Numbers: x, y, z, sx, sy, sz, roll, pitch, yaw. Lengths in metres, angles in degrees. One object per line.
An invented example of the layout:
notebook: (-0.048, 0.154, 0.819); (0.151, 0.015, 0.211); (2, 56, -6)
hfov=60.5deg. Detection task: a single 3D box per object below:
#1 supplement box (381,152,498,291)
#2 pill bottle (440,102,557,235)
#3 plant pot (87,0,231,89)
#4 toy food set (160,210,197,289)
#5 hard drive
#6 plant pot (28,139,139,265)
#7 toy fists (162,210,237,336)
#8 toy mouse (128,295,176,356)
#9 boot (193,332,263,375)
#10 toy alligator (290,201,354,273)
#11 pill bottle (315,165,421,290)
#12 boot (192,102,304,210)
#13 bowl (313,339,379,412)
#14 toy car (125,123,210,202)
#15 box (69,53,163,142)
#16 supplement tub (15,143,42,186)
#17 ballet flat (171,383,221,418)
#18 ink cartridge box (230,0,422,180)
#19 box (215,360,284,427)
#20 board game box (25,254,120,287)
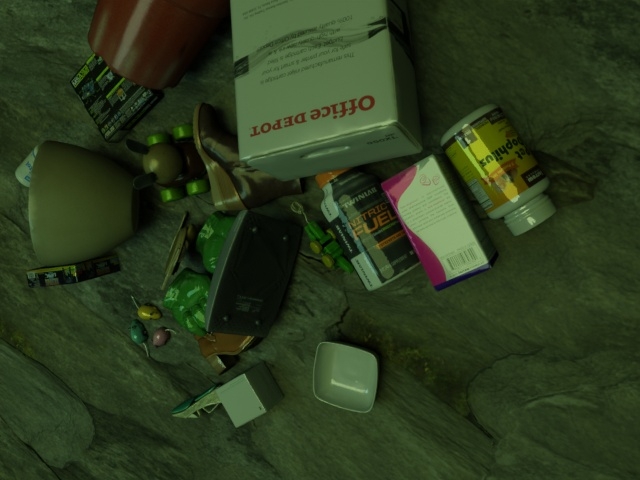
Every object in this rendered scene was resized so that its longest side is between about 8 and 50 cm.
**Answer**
supplement box: (0.219, -0.037, 1.001); (0.111, 0.114, 0.220); (-28, 89, 26)
pill bottle: (0.309, -0.119, 0.943); (0.117, 0.117, 0.215); (-35, 84, 25)
plant pot: (-0.321, -0.469, 1.095); (0.272, 0.272, 0.265); (48, 122, 9)
toy food set: (-0.313, 0.026, 1.234); (0.038, 0.192, 0.132); (20, 113, -18)
hard drive: (-0.144, 0.070, 1.142); (0.054, 0.172, 0.255); (21, 94, 47)
plant pot: (-0.524, -0.080, 1.263); (0.190, 0.284, 0.284); (2, 102, -12)
toy fists: (-0.230, 0.076, 1.207); (0.142, 0.096, 0.279); (30, 92, 10)
toy mouse: (-0.437, 0.235, 1.384); (0.161, 0.031, 0.143); (21, 107, 19)
boot: (-0.218, 0.199, 1.263); (0.197, 0.073, 0.152); (-42, 75, 19)
toy alligator: (0.000, 0.000, 1.141); (0.190, 0.056, 0.051); (49, 154, 9)
pill bottle: (0.085, -0.037, 1.051); (0.130, 0.130, 0.246); (-32, 86, 25)
boot: (-0.151, -0.193, 1.169); (0.206, 0.090, 0.249); (-13, 92, 13)
bowl: (0.059, 0.282, 1.161); (0.141, 0.053, 0.142); (10, 103, 22)
toy car: (-0.350, -0.164, 1.188); (0.148, 0.188, 0.155); (-12, 94, 25)
box: (-0.484, -0.359, 1.294); (0.190, 0.045, 0.184); (-35, 82, 26)
supplement tub: (-0.728, -0.193, 1.416); (0.107, 0.071, 0.071); (-37, 84, 25)
ballet flat: (-0.297, 0.407, 1.342); (0.168, 0.057, 0.052); (-33, 95, 25)
ink cartridge box: (0.005, -0.329, 0.960); (0.285, 0.166, 0.395); (-9, 78, 25)
box: (-0.161, 0.350, 1.252); (0.101, 0.087, 0.102); (-33, 85, 25)
board game box: (-0.619, 0.077, 1.376); (0.170, 0.141, 0.048); (-6, 95, 25)
